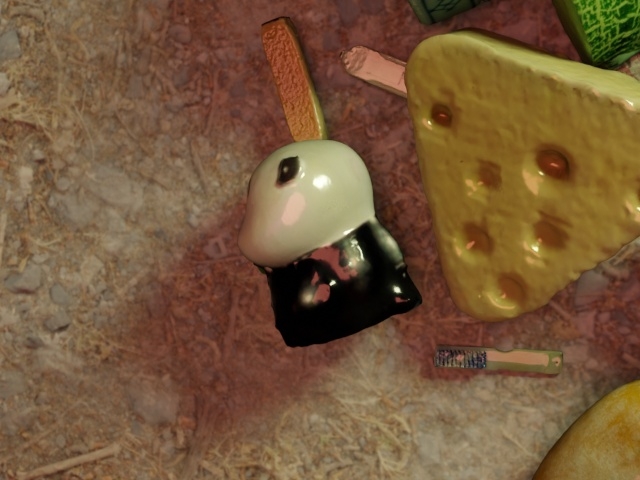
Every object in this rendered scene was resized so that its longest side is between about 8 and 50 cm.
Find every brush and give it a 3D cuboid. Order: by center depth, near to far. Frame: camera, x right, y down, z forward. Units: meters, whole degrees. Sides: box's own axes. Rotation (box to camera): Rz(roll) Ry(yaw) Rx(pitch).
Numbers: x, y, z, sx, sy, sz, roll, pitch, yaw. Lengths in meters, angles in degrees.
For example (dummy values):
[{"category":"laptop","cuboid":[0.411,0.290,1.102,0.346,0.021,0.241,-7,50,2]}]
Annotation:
[{"category":"brush","cuboid":[0.244,0.165,1.269,0.178,0.030,0.033,1,85,16]}]

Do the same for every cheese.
[{"category":"cheese","cuboid":[0.265,-0.058,1.162,0.383,0.104,0.384,11,111,29]}]

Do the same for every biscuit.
[{"category":"biscuit","cuboid":[-0.035,-0.223,1.299,0.052,0.056,0.188,-17,89,14]}]

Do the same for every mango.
[{"category":"mango","cuboid":[0.379,0.342,1.156,0.221,0.199,0.384,29,103,10]}]

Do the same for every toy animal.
[{"category":"toy animal","cuboid":[-0.007,0.002,1.235,0.212,0.212,0.267,-26,92,16]}]

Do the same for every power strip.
[{"category":"power strip","cuboid":[0.115,-0.225,1.270,0.191,0.030,0.048,24,101,12]}]

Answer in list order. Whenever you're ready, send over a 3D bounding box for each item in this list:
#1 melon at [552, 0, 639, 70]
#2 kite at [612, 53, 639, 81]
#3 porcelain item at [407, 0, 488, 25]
[{"category":"melon","cuboid":[0.343,-0.397,1.123,0.226,0.331,0.344,-25,95,50]},{"category":"kite","cuboid":[0.363,-0.136,1.220,0.267,0.013,0.323,27,99,10]},{"category":"porcelain item","cuboid":[0.133,-0.428,1.119,0.157,0.286,0.282,-22,87,13]}]
